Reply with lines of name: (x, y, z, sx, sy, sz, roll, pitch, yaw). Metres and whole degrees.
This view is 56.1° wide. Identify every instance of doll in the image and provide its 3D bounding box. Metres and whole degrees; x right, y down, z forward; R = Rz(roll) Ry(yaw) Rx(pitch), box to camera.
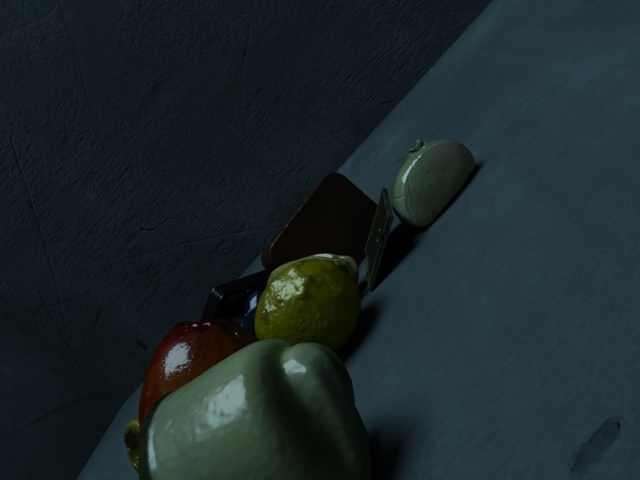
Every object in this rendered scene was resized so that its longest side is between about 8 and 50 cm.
doll: (-0.245, 0.296, 2.105, 0.258, 0.154, 0.228, -59, 16, -13)

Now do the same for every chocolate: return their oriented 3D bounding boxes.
chocolate: (-0.064, 0.318, 0.895, 0.297, 0.326, 0.314, -28, 14, 18)

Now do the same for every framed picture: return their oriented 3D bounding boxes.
framed picture: (0.150, -0.011, 1.587, 0.281, 0.019, 0.209, -81, 5, -69)

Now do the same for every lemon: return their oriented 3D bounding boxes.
lemon: (-0.030, 0.168, 1.379, 0.288, 0.233, 0.233, -51, 10, 11)

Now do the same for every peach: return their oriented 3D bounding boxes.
peach: (-0.231, 0.344, 1.284, 0.372, 0.289, 0.373, -15, 74, 63)

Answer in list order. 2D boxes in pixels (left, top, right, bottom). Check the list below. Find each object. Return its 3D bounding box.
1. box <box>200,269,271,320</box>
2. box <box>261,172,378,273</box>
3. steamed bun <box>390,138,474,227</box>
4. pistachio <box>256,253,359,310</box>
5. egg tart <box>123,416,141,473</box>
box: (-0.289, 0.225, 2.204, 0.350, 0.058, 0.211, -20, -40, -53)
box: (0.000, 0.000, 1.837, 0.339, 0.239, 0.229, -53, 8, -15)
steamed bun: (0.261, -0.158, 1.523, 0.239, 0.152, 0.170, -49, 9, 2)
pistachio: (-0.036, 0.149, 1.583, 0.318, 0.214, 0.193, -34, -12, 22)
egg tart: (-0.504, 0.638, 1.810, 0.106, 0.241, 0.241, -20, -12, -40)
